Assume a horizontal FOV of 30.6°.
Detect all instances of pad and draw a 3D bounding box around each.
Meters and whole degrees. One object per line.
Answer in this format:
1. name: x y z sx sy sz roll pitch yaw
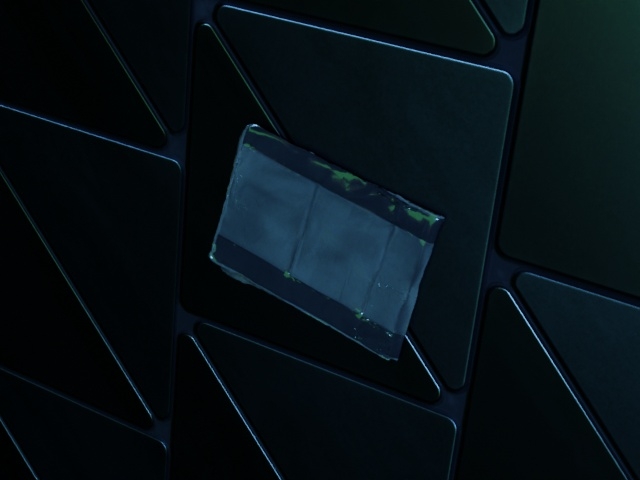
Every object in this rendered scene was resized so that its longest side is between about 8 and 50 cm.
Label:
1. pad: 0.000 0.000 1.167 0.233 0.022 0.174 26 118 21
